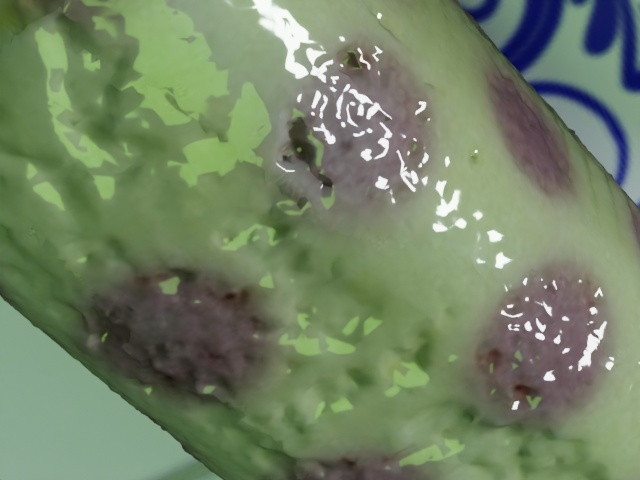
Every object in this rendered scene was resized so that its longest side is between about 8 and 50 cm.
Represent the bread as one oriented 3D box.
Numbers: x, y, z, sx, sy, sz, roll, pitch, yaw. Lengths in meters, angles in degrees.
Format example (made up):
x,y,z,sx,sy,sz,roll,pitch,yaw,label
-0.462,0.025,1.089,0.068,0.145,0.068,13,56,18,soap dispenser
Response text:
x,y,z,sx,sy,sz,roll,pitch,yaw,label
0.000,0.000,0.676,0.187,0.155,0.338,-29,121,27,bread
